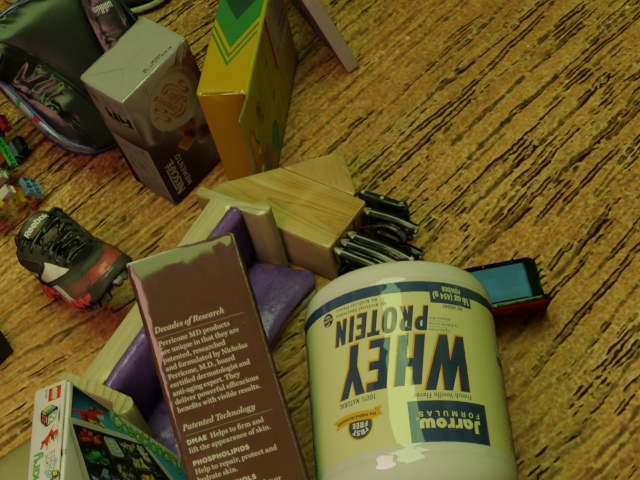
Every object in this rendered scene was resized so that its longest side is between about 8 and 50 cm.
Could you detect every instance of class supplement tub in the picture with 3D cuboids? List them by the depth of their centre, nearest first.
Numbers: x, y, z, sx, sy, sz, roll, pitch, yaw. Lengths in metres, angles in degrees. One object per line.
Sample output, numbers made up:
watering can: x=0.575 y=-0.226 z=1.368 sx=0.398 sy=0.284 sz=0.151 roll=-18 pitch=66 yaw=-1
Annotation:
supplement tub: x=0.106 y=0.213 z=1.495 sx=0.235 sy=0.235 sz=0.325 roll=-8 pitch=61 yaw=5

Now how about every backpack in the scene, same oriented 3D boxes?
backpack: x=-0.378 y=-0.266 z=1.980 sx=0.276 sy=0.213 sz=0.263 roll=-41 pitch=91 yaw=-7

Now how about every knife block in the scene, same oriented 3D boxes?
knife block: x=0.000 y=0.000 z=1.790 sx=0.276 sy=0.088 sz=0.242 roll=-15 pitch=51 yaw=0

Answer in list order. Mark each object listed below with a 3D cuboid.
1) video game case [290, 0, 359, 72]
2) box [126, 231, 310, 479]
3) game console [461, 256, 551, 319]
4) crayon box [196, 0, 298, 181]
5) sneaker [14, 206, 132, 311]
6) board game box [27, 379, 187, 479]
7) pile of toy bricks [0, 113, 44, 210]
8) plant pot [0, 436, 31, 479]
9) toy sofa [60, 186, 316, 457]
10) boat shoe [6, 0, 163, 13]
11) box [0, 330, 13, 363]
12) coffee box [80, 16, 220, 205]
video game case: x=-0.047 y=-0.416 z=2.049 sx=0.025 sy=0.204 sz=0.285 roll=-36 pitch=53 yaw=3
box: x=-0.107 y=0.198 z=1.486 sx=0.143 sy=0.191 sz=0.381 roll=-15 pitch=81 yaw=-4
game console: x=0.228 y=0.064 z=1.699 sx=0.144 sy=0.124 sz=0.085 roll=-11 pitch=78 yaw=4
crayon box: x=-0.110 y=-0.235 z=1.921 sx=0.081 sy=0.202 sz=0.318 roll=-1 pitch=52 yaw=12
sneaker: x=-0.351 y=0.022 z=1.747 sx=0.097 sy=0.135 sz=0.276 roll=-47 pitch=23 yaw=-19
board game box: x=-0.221 y=0.313 z=1.460 sx=0.053 sy=0.305 sz=0.193 roll=-22 pitch=48 yaw=21
pile of toy bricks: x=-0.525 y=-0.108 z=1.991 sx=0.105 sy=0.118 sz=0.212 roll=-44 pitch=62 yaw=21
plant pot: x=-0.335 y=0.352 z=1.515 sx=0.256 sy=0.256 sz=0.274 roll=8 pitch=39 yaw=17
toy sofa: x=-0.164 y=0.117 z=1.696 sx=0.177 sy=0.150 sz=0.362 roll=19 pitch=59 yaw=26
boat shoe: x=-0.430 y=-0.481 z=2.234 sx=0.340 sy=0.113 sz=0.127 roll=11 pitch=56 yaw=19
box: x=-0.492 y=0.141 z=1.800 sx=0.083 sy=0.062 sz=0.052 roll=26 pitch=61 yaw=28
coffee box: x=-0.240 y=-0.189 z=1.881 sx=0.098 sy=0.246 sz=0.141 roll=30 pitch=67 yaw=30
